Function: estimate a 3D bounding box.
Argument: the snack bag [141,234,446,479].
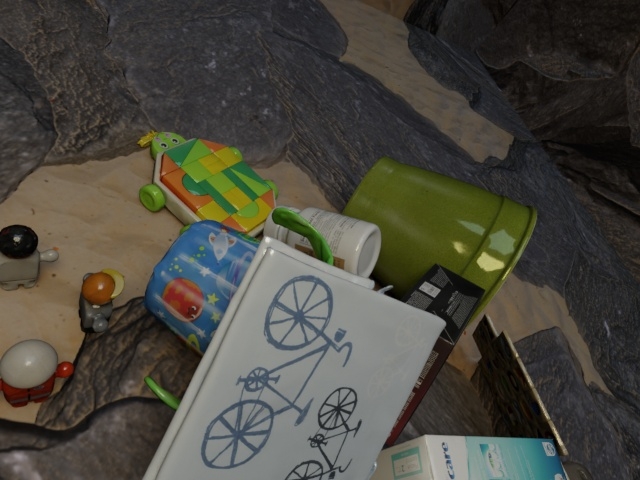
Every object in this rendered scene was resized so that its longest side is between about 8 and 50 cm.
[{"bbox_3d":[-0.001,0.192,0.540,0.343,0.322,0.037,23,3,-36],"label":"snack bag"}]

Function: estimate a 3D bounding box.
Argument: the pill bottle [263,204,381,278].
[{"bbox_3d":[0.000,0.000,0.897,0.230,0.131,0.131,18,36,26],"label":"pill bottle"}]

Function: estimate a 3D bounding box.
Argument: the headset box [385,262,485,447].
[{"bbox_3d":[0.171,0.217,0.792,0.110,0.293,0.218,31,31,21],"label":"headset box"}]

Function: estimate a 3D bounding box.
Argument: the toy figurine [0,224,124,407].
[{"bbox_3d":[-0.410,0.096,0.582,0.213,0.148,0.209,34,44,-6],"label":"toy figurine"}]

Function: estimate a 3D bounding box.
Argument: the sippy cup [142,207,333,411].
[{"bbox_3d":[-0.127,0.089,0.642,0.224,0.240,0.305,33,26,1],"label":"sippy cup"}]

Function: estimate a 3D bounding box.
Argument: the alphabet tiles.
[{"bbox_3d":[0.411,0.335,0.895,0.011,0.285,0.342,-17,60,0],"label":"alphabet tiles"}]

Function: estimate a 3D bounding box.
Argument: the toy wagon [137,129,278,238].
[{"bbox_3d":[-0.259,-0.131,0.928,0.344,0.068,0.267,44,43,3],"label":"toy wagon"}]

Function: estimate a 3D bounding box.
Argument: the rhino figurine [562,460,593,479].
[{"bbox_3d":[0.518,0.560,0.904,0.244,0.073,0.106,-8,65,-37],"label":"rhino figurine"}]

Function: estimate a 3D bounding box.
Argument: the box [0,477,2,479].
[{"bbox_3d":[-0.492,0.263,0.456,0.232,0.059,0.183,48,45,8],"label":"box"}]

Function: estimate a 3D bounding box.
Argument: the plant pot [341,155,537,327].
[{"bbox_3d":[0.235,-0.013,1.007,0.353,0.366,0.366,32,43,9],"label":"plant pot"}]

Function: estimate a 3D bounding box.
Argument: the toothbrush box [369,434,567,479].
[{"bbox_3d":[0.234,0.420,0.717,0.296,0.216,0.126,13,51,-25],"label":"toothbrush box"}]
